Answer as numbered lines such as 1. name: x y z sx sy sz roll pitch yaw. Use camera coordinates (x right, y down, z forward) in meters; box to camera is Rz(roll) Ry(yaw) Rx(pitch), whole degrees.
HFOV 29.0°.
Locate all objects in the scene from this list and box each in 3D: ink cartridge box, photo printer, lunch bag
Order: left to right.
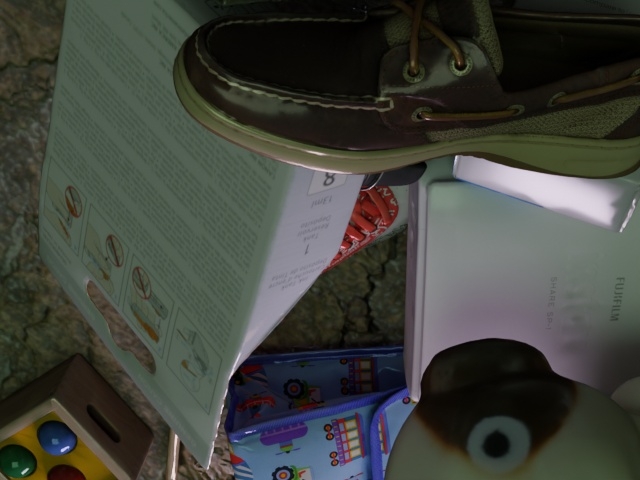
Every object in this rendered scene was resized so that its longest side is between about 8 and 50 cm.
1. ink cartridge box: -0.116 -0.041 1.045 0.308 0.091 0.385 46 138 30
2. lunch bag: 0.065 0.216 1.232 0.293 0.138 0.221 -10 117 -1
3. ink cartridge box: 0.200 -0.121 0.966 0.139 0.191 0.082 19 155 9
4. photo printer: 0.229 0.023 1.074 0.307 0.107 0.256 -2 122 -4

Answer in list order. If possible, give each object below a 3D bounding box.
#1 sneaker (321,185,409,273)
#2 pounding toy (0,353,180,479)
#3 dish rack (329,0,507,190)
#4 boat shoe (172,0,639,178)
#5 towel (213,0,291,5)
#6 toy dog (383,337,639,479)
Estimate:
1. sneaker: 0.000 0.001 1.101 0.270 0.145 0.090 -24 111 19
2. pounding toy: -0.221 0.215 1.274 0.206 0.094 0.181 -31 109 22
3. dish rack: 0.065 -0.193 0.963 0.074 0.208 0.272 6 124 -33
4. boat shoe: 0.079 -0.120 0.805 0.342 0.123 0.123 6 138 -14
5. towel: 0.064 -0.323 0.858 0.312 0.056 0.324 0 85 16
6. toy dog: 0.233 0.215 1.005 0.408 0.395 0.285 22 89 -40
